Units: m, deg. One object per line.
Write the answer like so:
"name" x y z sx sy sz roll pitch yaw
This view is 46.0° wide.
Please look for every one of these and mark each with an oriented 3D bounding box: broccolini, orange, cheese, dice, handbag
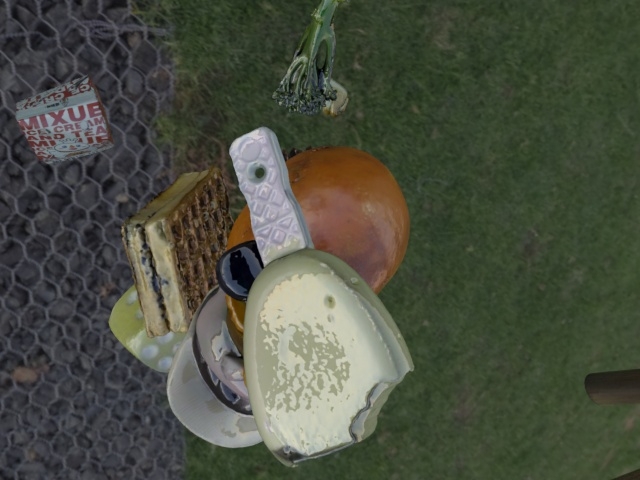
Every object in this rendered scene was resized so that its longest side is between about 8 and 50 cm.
"broccolini" 0.011 -0.213 0.750 0.067 0.058 0.216 -4 144 -30
"orange" 0.000 0.000 1.084 0.226 0.284 0.284 42 86 0
"cheese" -0.015 0.032 0.567 0.127 0.255 0.050 -21 167 19
"dice" -0.383 0.198 1.801 0.169 0.169 0.166 -47 131 -4
"handbag" -0.533 -0.246 1.565 0.171 0.298 0.151 -17 98 -10

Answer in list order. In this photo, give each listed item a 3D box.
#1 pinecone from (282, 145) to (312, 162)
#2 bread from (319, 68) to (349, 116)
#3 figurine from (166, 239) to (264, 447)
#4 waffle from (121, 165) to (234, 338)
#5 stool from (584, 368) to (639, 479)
"pinecone" -0.018 -0.096 1.577 0.208 0.208 0.207 -19 126 -28
"bread" -0.003 -0.199 1.001 0.088 0.034 0.049 30 66 -14
"figurine" -0.046 0.093 0.820 0.204 0.185 0.332 -26 166 -35
"waffle" -0.235 0.008 1.335 0.091 0.308 0.212 -4 112 11
"stool" 0.563 0.327 1.143 0.310 0.310 0.226 30 140 -9
